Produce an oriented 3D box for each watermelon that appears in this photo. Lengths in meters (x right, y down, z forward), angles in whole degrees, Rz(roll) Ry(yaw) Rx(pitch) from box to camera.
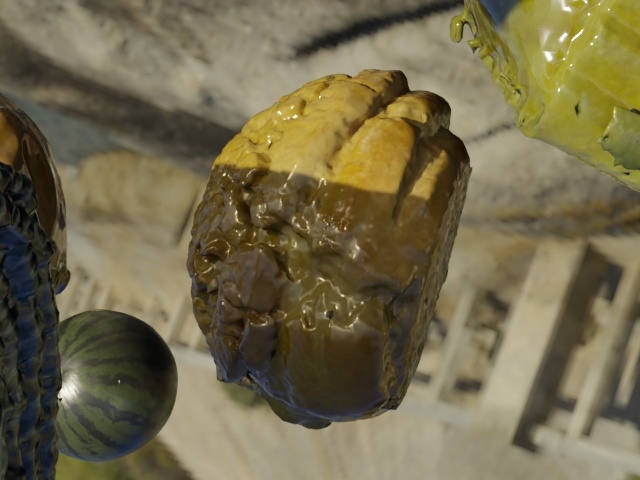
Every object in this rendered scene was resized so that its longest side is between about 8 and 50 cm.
[{"bbox_3d":[-0.158,0.097,1.232,0.105,0.105,0.133,16,176,34],"label":"watermelon"}]

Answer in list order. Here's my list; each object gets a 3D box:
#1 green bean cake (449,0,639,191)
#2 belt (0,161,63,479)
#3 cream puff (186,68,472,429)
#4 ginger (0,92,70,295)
[{"bbox_3d":[0.228,-0.218,1.380,0.202,0.285,0.310,23,-163,-21],"label":"green bean cake"},{"bbox_3d":[-0.196,0.087,0.670,0.161,0.206,0.295,8,140,5],"label":"belt"},{"bbox_3d":[0.000,0.000,0.886,0.129,0.189,0.189,18,173,5],"label":"cream puff"},{"bbox_3d":[-0.312,-0.005,1.497,0.200,0.269,0.223,0,-151,5],"label":"ginger"}]
